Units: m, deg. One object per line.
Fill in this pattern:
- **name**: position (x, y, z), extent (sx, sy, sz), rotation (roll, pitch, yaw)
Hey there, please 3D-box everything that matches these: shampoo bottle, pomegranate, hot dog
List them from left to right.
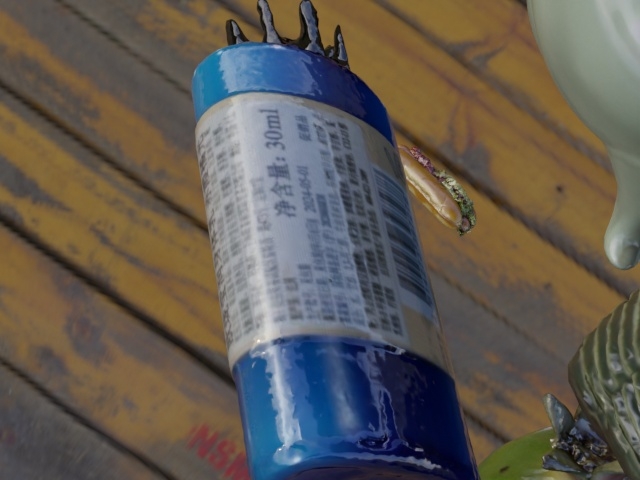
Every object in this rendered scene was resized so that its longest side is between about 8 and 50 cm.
- **shampoo bottle**: position (0.000, 0.000, 0.448), extent (0.087, 0.050, 0.183), rotation (24, 43, -42)
- **hot dog**: position (0.072, -0.036, 0.903), extent (0.083, 0.021, 0.037), rotation (46, 26, 27)
- **pomegranate**: position (0.185, 0.197, 0.995), extent (0.181, 0.224, 0.181), rotation (4, 41, -4)

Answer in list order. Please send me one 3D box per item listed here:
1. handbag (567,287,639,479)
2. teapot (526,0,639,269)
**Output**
- **handbag**: position (0.298, 0.062, 0.542), extent (0.340, 0.240, 0.247), rotation (8, 44, -41)
- **teapot**: position (0.145, -0.159, 0.694), extent (0.318, 0.149, 0.220), rotation (46, 66, -14)
